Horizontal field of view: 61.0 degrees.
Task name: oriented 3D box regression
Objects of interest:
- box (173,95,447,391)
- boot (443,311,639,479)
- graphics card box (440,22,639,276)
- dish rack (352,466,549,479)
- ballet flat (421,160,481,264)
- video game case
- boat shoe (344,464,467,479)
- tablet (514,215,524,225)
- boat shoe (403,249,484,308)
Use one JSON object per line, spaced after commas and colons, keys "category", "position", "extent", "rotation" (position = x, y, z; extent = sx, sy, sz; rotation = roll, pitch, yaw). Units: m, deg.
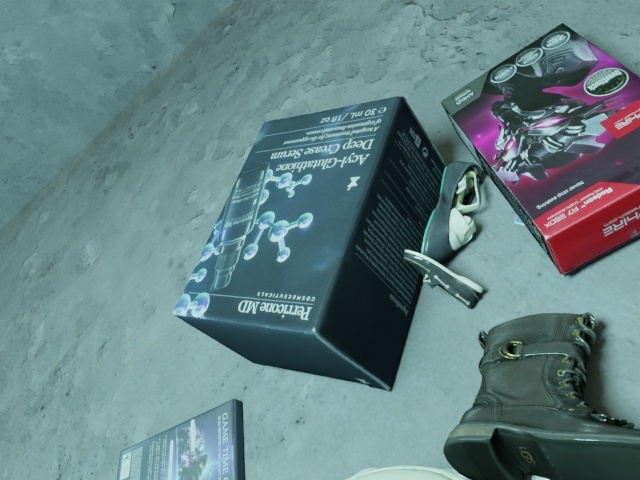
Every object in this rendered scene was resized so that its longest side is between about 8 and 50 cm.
{"category": "box", "position": [0.000, 0.000, 0.883], "extent": [0.293, 0.212, 0.395], "rotation": [-1, 59, 39]}
{"category": "boot", "position": [0.265, 0.153, 0.582], "extent": [0.263, 0.091, 0.229], "rotation": [-9, 26, 40]}
{"category": "graphics card box", "position": [0.354, -0.152, 0.793], "extent": [0.233, 0.094, 0.371], "rotation": [-31, 41, 14]}
{"category": "dish rack", "position": [0.158, 0.385, 0.548], "extent": [0.333, 0.072, 0.285], "rotation": [-14, 51, 32]}
{"category": "ballet flat", "position": [0.212, -0.043, 0.850], "extent": [0.074, 0.074, 0.203], "rotation": [-3, 55, 39]}
{"category": "video game case", "position": [-0.240, 0.403, 0.902], "extent": [0.274, 0.026, 0.196], "rotation": [-28, 44, 18]}
{"category": "boat shoe", "position": [0.144, 0.285, 0.507], "extent": [0.305, 0.091, 0.109], "rotation": [-8, 15, 35]}
{"category": "tablet", "position": [0.331, -0.039, 0.792], "extent": [0.083, 0.006, 0.054], "rotation": [18, 71, 45]}
{"category": "boat shoe", "position": [0.172, 0.055, 0.786], "extent": [0.125, 0.046, 0.038], "rotation": [29, 90, 4]}
